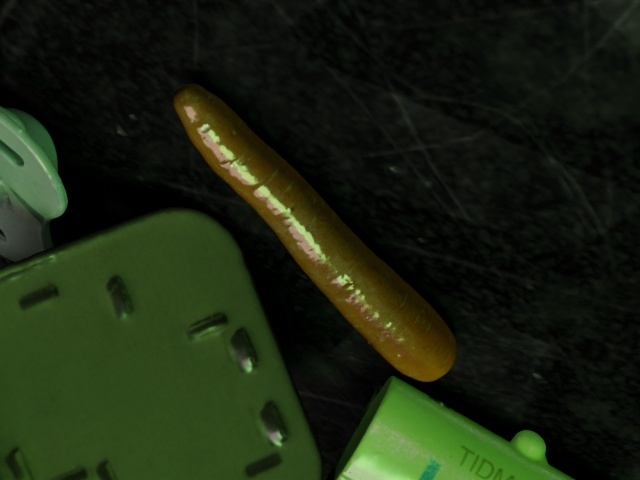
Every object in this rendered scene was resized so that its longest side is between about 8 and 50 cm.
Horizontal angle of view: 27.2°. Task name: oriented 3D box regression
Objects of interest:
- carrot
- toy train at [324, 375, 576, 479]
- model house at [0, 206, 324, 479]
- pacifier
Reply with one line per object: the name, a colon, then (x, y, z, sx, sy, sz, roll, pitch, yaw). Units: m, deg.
carrot: (0.000, 0.000, 0.763, 0.043, 0.043, 0.248, -16, 126, 46)
toy train: (0.104, 0.195, 0.877, 0.253, 0.157, 0.105, 29, -175, 0)
model house: (-0.147, 0.119, 0.907, 0.218, 0.205, 0.279, 69, 162, 2)
pacifier: (-0.222, -0.027, 0.809, 0.127, 0.116, 0.150, 44, 148, -1)
